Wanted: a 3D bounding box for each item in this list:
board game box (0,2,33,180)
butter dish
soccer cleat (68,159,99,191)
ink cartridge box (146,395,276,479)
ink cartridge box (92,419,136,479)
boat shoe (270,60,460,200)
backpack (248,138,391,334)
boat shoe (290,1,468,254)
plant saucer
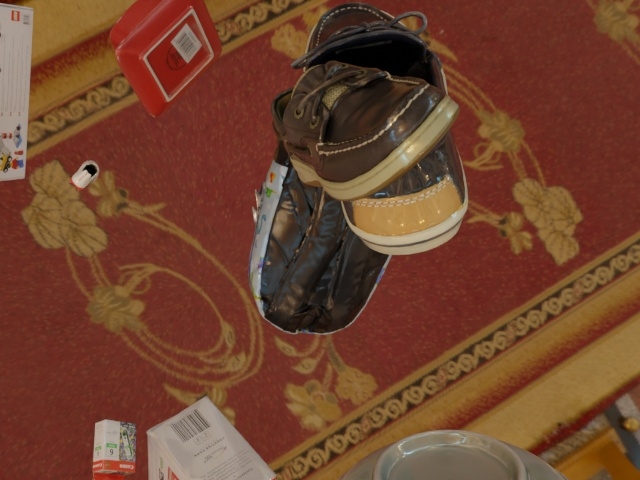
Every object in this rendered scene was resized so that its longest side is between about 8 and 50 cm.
[{"bbox_3d":[-0.585,-0.249,1.207,0.053,0.193,0.305,17,106,25],"label":"board game box"},{"bbox_3d":[-0.242,-0.291,1.034,0.118,0.160,0.160,36,76,24],"label":"butter dish"},{"bbox_3d":[-0.311,-0.093,0.964,0.035,0.083,0.029,-38,106,16],"label":"soccer cleat"},{"bbox_3d":[-0.182,0.487,1.270,0.130,0.309,0.272,-26,52,-35],"label":"ink cartridge box"},{"bbox_3d":[-0.323,0.344,1.121,0.063,0.029,0.115,26,49,-46],"label":"ink cartridge box"},{"bbox_3d":[0.010,-0.078,0.466,0.080,0.223,0.073,-45,105,-7],"label":"boat shoe"},{"bbox_3d":[0.000,0.000,1.321,0.290,0.273,0.355,9,94,-22],"label":"backpack"},{"bbox_3d":[0.066,-0.195,0.875,0.187,0.500,0.156,-13,130,6],"label":"boat shoe"},{"bbox_3d":[0.184,0.367,1.017,0.400,0.400,0.100,-10,106,-10],"label":"plant saucer"}]
